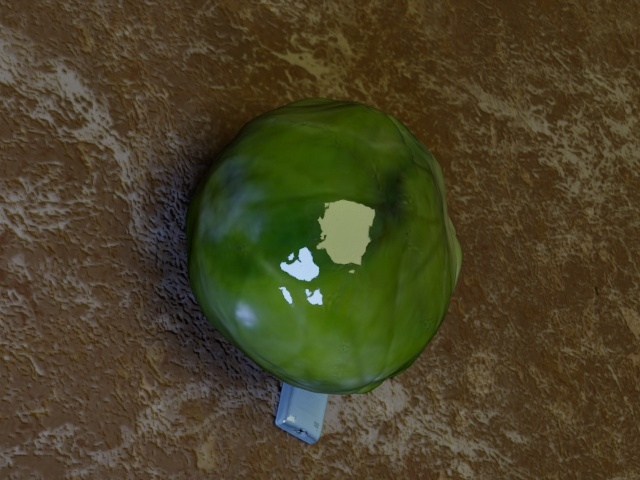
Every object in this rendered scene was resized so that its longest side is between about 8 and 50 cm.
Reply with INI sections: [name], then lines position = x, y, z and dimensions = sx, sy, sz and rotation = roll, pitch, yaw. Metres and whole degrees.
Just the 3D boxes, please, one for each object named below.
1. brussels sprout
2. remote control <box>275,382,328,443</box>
[brussels sprout]
position = 0.000, 0.000, 1.789
dimensions = 0.344, 0.268, 0.344
rotation = 38, 45, -53
[remote control]
position = -0.008, 0.143, 1.883
dimensions = 0.061, 0.029, 0.162
rotation = 31, 56, -31
